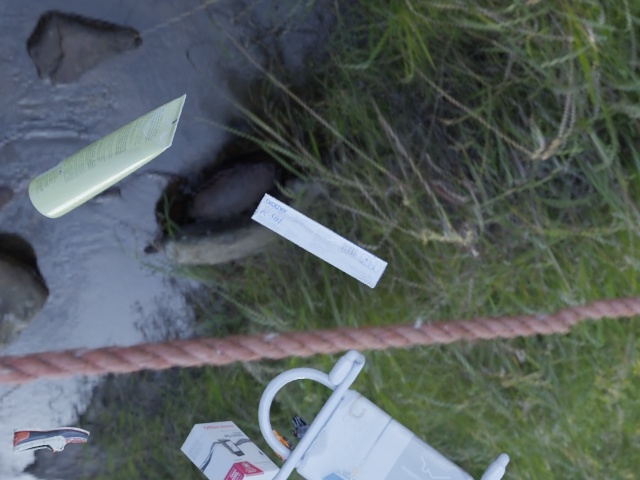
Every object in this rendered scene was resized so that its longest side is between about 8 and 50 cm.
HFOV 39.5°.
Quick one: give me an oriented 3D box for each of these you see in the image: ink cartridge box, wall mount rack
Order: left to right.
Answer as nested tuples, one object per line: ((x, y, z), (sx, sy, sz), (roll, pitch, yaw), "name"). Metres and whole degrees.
((-0.167, 0.404, 1.648), (0.109, 0.150, 0.063), (12, 112, -56), "ink cartridge box")
((0.000, 0.000, 1.343), (0.046, 0.207, 0.097), (-60, 179, 1), "ink cartridge box")
((0.037, 0.304, 0.986), (0.304, 0.350, 0.130), (-56, 165, -3), "wall mount rack")

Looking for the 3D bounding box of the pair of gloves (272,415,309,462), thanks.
((-0.056, 0.388, 1.738), (0.083, 0.074, 0.010), (-34, 158, -4), "pair of gloves")

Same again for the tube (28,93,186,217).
((-0.259, -0.097, 1.093), (0.240, 0.070, 0.062), (-25, 170, 29), "tube")

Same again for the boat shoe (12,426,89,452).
((-0.494, 0.368, 1.636), (0.137, 0.043, 0.049), (6, 148, -24), "boat shoe")
